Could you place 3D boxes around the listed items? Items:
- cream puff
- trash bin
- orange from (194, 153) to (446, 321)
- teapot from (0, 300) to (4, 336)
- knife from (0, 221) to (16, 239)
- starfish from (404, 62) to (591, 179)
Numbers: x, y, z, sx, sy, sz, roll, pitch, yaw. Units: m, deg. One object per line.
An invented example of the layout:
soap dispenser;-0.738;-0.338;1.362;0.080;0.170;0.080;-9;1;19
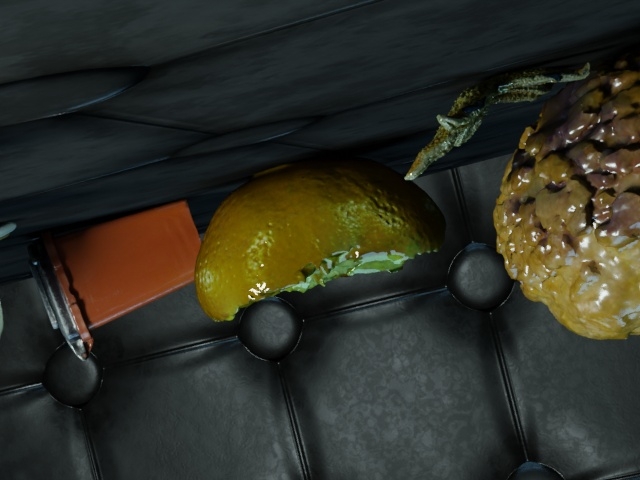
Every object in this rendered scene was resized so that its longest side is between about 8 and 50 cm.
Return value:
cream puff;0.320;-0.068;1.315;0.343;0.231;0.327;-46;-172;7
trash bin;-0.273;0.049;1.884;0.238;0.185;0.161;-20;180;-9
orange;-0.003;-0.009;1.738;0.334;0.196;0.262;-10;-167;-9
teapot;-0.500;0.121;1.613;0.225;0.203;0.171;-12;155;42
knife;-0.513;0.030;1.558;0.343;0.027;0.061;-16;-167;10
starfish;0.157;-0.122;1.298;0.208;0.053;0.176;-25;171;-24
